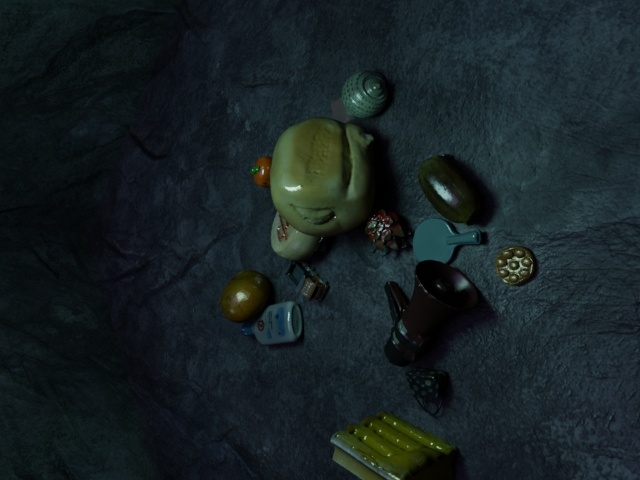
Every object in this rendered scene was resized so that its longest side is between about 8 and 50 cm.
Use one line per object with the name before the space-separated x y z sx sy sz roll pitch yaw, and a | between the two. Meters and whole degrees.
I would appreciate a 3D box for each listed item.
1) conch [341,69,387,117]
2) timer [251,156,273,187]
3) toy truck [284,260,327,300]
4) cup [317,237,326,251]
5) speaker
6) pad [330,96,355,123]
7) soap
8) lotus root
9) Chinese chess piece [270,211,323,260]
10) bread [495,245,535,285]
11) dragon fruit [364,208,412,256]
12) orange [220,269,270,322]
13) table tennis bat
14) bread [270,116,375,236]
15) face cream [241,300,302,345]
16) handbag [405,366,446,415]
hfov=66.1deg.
conch | 0.134 -0.502 1.694 0.200 0.131 0.172 -17 78 40
timer | -0.239 -0.292 2.083 0.099 0.136 0.136 -2 85 41
toy truck | -0.061 0.146 1.874 0.192 0.092 0.083 43 116 39
cup | -0.005 0.000 1.847 0.054 0.075 0.083 5 87 6
speaker | 0.269 0.200 1.466 0.259 0.198 0.329 50 130 22
pad | 0.109 -0.500 1.816 0.187 0.006 0.113 -22 71 43
soap | 0.210 0.626 1.429 0.281 0.259 0.143 16 104 49
lotus root | 0.372 -0.149 1.424 0.124 0.123 0.241 -59 46 37
Chinese chess piece | -0.083 -0.056 1.850 0.270 0.112 0.270 -39 41 45
bread | 0.520 0.066 1.317 0.110 0.024 0.110 -3 85 47
dragon fruit | 0.212 -0.031 1.588 0.142 0.121 0.130 66 161 -10
orange | -0.317 0.228 2.038 0.240 0.171 0.240 -42 14 13
table tennis bat | 0.373 0.002 1.471 0.244 0.040 0.153 -11 79 50
bread | 0.005 -0.204 1.650 0.253 0.347 0.376 95 175 -54
face cream | -0.207 0.347 2.018 0.336 0.080 0.163 -18 70 44
handbag | 0.322 0.454 1.470 0.115 0.072 0.139 -4 96 44
